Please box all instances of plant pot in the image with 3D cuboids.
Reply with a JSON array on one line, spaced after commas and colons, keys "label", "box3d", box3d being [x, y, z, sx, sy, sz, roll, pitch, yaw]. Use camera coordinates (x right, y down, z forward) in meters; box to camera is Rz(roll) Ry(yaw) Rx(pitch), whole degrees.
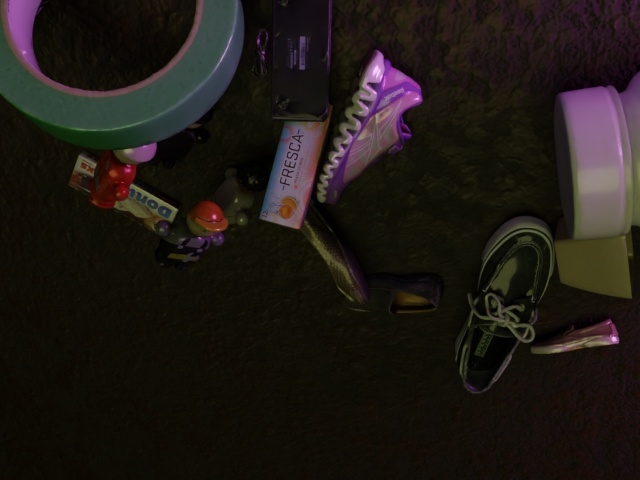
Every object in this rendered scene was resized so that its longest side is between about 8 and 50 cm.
[{"label": "plant pot", "box3d": [0.394, 0.011, 0.983, 0.096, 0.109, 0.108, -3, 121, 28]}]

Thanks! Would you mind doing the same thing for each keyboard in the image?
[{"label": "keyboard", "box3d": [-0.040, -0.251, 0.918, 0.108, 0.023, 0.180, 2, 97, 3]}]

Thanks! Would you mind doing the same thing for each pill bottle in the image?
[{"label": "pill bottle", "box3d": [0.494, -0.113, 0.810, 0.393, 0.224, 0.224, -7, 119, 15]}]

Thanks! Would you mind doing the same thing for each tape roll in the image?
[{"label": "tape roll", "box3d": [-0.258, -0.275, 0.839, 0.322, 0.077, 0.321, 0, 81, 0]}]

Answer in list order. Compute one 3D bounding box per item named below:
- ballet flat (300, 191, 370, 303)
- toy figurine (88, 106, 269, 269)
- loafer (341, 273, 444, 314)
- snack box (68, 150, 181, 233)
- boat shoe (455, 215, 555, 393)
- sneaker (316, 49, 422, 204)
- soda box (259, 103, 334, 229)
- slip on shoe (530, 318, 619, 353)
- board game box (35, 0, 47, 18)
[{"label": "ballet flat", "box3d": [0.000, 0.000, 1.060, 0.058, 0.084, 0.249, -30, 107, 11]}, {"label": "toy figurine", "box3d": [-0.191, -0.088, 0.961, 0.209, 0.213, 0.148, 46, 128, -1]}, {"label": "loafer", "box3d": [0.114, 0.093, 1.106, 0.170, 0.061, 0.062, -10, 119, 17]}, {"label": "snack box", "box3d": [-0.320, -0.075, 1.116, 0.178, 0.022, 0.064, 29, 120, -6]}, {"label": "boat shoe", "box3d": [0.279, 0.109, 1.057, 0.113, 0.105, 0.306, 19, 122, -1]}, {"label": "sneaker", "box3d": [0.069, -0.142, 0.962, 0.105, 0.095, 0.236, 20, 122, -10]}, {"label": "soda box", "box3d": [-0.033, -0.110, 0.973, 0.063, 0.058, 0.183, 16, 94, 2]}, {"label": "slip on shoe", "box3d": [0.407, 0.157, 1.101, 0.136, 0.051, 0.041, -15, 77, 28]}, {"label": "board game box", "box3d": [-0.475, -0.270, 0.970, 0.026, 0.126, 0.186, 44, 118, -14]}]
